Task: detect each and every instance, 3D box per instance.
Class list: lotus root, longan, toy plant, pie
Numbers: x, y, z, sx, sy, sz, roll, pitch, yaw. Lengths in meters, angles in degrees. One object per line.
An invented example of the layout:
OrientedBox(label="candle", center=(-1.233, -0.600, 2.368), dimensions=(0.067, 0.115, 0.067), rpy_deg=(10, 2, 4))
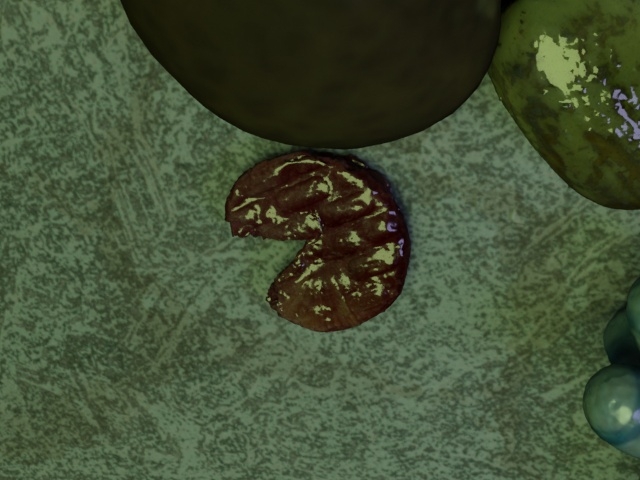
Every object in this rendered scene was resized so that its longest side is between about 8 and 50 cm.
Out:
OrientedBox(label="lotus root", center=(0.277, -0.138, 1.132), dimensions=(0.173, 0.173, 0.309), rpy_deg=(-31, 111, 28))
OrientedBox(label="longan", center=(-0.009, -0.272, 1.038), dimensions=(0.405, 0.336, 0.404), rpy_deg=(15, 129, 20))
OrientedBox(label="toy plant", center=(0.392, 0.174, 1.209), dimensions=(0.247, 0.247, 0.332), rpy_deg=(-13, 109, 23))
OrientedBox(label="pie", center=(0.000, 0.000, 1.340), dimensions=(0.205, 0.054, 0.218), rpy_deg=(-6, 111, 20))
